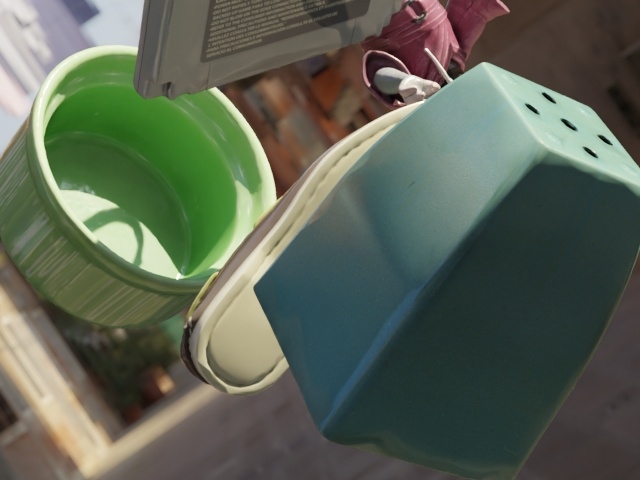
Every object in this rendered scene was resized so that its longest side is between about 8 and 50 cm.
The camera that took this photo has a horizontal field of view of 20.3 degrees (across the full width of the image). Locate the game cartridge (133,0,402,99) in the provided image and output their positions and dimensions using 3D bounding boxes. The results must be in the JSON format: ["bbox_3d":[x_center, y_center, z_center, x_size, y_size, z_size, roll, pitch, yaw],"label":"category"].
[{"bbox_3d":[-0.035,-0.249,1.657,0.297,0.062,0.198,-21,-43,-33],"label":"game cartridge"}]

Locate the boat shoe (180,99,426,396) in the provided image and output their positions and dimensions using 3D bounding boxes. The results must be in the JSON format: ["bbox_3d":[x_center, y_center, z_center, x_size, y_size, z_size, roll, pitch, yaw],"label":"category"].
[{"bbox_3d":[0.000,0.000,1.564,0.324,0.116,0.097,-48,17,-11],"label":"boat shoe"}]

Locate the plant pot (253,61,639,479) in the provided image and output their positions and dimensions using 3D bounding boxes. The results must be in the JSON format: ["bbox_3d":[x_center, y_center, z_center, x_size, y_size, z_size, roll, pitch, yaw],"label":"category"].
[{"bbox_3d":[0.103,0.014,1.199,0.234,0.165,0.165,-55,36,22],"label":"plant pot"}]

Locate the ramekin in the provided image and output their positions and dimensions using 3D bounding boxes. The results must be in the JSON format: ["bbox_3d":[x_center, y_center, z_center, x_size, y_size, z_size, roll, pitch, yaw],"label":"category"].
[{"bbox_3d":[-0.214,-0.050,1.975,0.148,0.303,0.303,-40,-3,43],"label":"ramekin"}]

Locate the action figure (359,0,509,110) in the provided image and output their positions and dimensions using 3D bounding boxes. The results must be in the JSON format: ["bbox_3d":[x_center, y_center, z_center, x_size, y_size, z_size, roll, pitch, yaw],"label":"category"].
[{"bbox_3d":[0.063,-0.237,1.869,0.248,0.370,0.275,-36,13,-36],"label":"action figure"}]
